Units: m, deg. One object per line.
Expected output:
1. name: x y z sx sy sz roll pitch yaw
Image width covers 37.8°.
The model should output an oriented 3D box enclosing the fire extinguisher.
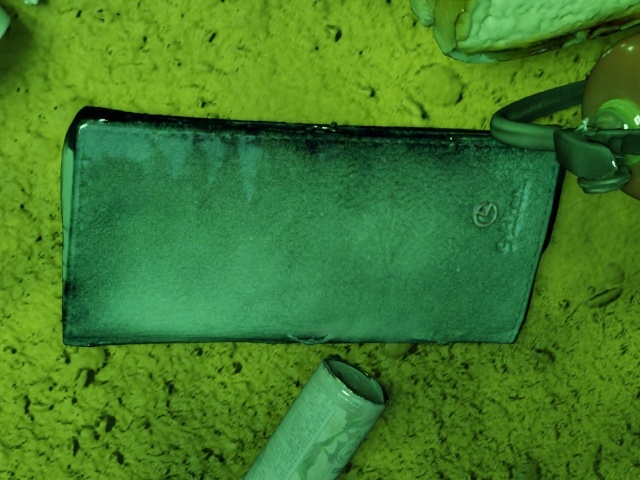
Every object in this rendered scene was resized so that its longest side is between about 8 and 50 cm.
1. fire extinguisher: 0.275 -0.098 0.655 0.376 0.200 0.113 -20 87 -25

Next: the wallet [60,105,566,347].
1. wallet: 0.000 0.000 0.699 0.379 0.046 0.191 1 117 -18

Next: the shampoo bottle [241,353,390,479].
1. shampoo bottle: -0.025 0.198 0.781 0.072 0.072 0.214 25 107 -26

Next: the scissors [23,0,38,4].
1. scissors: -0.218 -0.212 0.537 0.085 0.022 0.176 -33 118 0

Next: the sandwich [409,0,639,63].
1. sandwich: 0.200 -0.245 0.557 0.301 0.099 0.271 -18 150 -14

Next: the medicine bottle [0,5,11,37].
1. medicine bottle: -0.267 -0.162 0.511 0.086 0.086 0.183 -40 120 5
